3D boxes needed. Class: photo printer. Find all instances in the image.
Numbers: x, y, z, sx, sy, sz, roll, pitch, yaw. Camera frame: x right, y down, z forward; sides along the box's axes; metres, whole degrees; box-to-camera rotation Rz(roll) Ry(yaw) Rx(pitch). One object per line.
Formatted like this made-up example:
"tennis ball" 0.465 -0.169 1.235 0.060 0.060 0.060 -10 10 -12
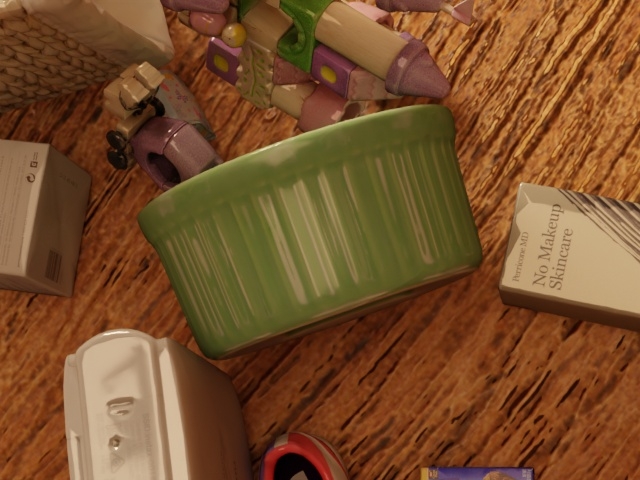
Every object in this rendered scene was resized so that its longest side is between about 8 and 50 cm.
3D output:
"photo printer" -0.128 0.226 1.304 0.107 0.307 0.256 -10 75 6

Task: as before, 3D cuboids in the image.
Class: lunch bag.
"lunch bag" -0.150 -0.130 1.491 0.053 0.083 0.071 -32 77 2

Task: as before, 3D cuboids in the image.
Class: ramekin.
"ramekin" 0.000 0.000 1.338 0.303 0.303 0.148 -20 84 5

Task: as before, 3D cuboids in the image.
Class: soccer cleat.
"soccer cleat" 0.011 0.331 1.359 0.108 0.116 0.318 -19 77 6

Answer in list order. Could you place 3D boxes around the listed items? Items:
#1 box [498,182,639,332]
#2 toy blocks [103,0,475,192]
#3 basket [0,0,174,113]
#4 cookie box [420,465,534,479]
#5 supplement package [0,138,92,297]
"box" 0.311 0.029 1.378 0.275 0.094 0.113 10 81 11
"toy blocks" 0.001 -0.174 1.331 0.260 0.288 0.309 34 60 16
"basket" -0.330 -0.298 1.348 0.266 0.331 0.328 -17 84 11
"cookie box" 0.148 0.259 1.389 0.107 0.040 0.092 -2 80 10
"supplement package" -0.375 -0.030 1.482 0.244 0.139 0.134 6 80 12
